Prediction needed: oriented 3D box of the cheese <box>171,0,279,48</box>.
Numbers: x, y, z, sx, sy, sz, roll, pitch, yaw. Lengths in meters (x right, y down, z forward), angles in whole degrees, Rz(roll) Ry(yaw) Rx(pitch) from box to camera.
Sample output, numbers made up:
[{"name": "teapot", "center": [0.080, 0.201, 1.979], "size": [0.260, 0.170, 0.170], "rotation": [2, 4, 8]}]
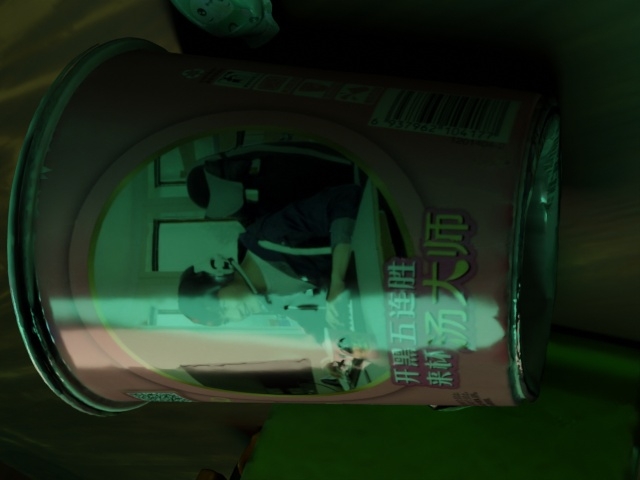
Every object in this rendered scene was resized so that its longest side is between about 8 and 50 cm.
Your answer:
[{"name": "cheese", "center": [-0.072, -0.151, 0.505], "size": [0.121, 0.026, 0.067], "rotation": [39, 148, -23]}]

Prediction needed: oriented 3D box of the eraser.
[{"name": "eraser", "center": [0.099, 0.154, 0.695], "size": [0.274, 0.210, 0.092], "rotation": [7, 146, 24]}]

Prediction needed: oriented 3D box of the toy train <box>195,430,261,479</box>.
[{"name": "toy train", "center": [0.000, 0.369, 1.102], "size": [0.369, 0.231, 0.163], "rotation": [-3, 138, 40]}]

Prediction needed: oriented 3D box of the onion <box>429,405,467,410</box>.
[{"name": "onion", "center": [0.093, 0.054, 0.638], "size": [0.117, 0.118, 0.118], "rotation": [35, 154, 14]}]

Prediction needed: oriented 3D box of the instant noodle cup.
[{"name": "instant noodle cup", "center": [0.000, 0.000, 0.520], "size": [0.255, 0.244, 0.244], "rotation": [4, 146, 19]}]
